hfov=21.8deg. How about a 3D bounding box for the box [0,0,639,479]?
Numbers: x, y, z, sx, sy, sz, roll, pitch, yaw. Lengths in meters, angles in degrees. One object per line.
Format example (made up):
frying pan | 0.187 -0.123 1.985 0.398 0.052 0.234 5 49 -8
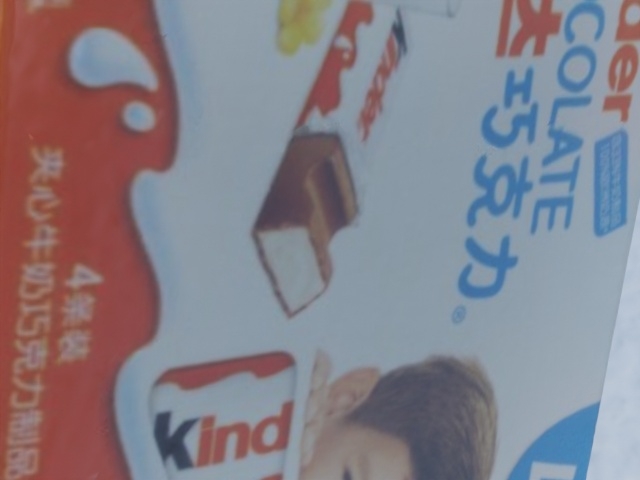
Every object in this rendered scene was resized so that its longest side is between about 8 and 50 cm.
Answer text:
box | 0.000 0.000 0.518 0.048 0.265 0.273 25 115 46
